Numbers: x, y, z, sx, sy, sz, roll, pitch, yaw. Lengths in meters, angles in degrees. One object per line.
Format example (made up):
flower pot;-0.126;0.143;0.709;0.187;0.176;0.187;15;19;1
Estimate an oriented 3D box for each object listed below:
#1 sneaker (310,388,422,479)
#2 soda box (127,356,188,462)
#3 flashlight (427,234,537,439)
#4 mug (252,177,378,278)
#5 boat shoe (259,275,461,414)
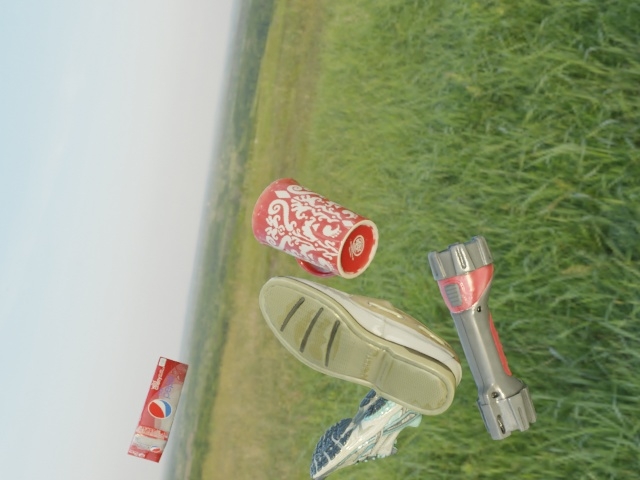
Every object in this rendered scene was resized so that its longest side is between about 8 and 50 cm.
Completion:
sneaker;0.097;0.428;1.564;0.283;0.122;0.110;-44;15;13
soda box;-0.410;0.426;1.886;0.263;0.083;0.092;-84;16;-55
flashlight;0.262;0.148;1.178;0.103;0.103;0.304;-19;-91;-87
mug;0.004;-0.009;1.124;0.169;0.150;0.113;25;81;38
boat shoe;0.057;0.135;1.055;0.113;0.302;0.103;-63;-8;29
